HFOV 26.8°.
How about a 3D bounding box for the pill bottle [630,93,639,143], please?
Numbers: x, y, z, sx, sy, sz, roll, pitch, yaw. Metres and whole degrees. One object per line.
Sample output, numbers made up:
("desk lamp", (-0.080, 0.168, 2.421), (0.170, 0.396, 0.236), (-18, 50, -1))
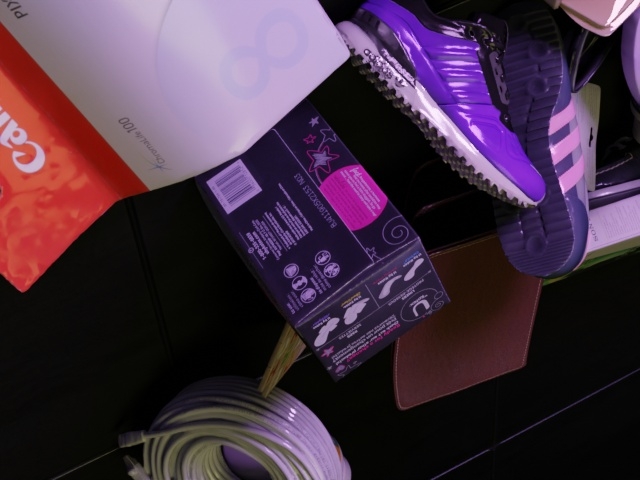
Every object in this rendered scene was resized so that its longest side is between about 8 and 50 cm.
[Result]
("pill bottle", (0.454, -0.200, 1.738), (0.094, 0.094, 0.169), (-21, 141, -20))

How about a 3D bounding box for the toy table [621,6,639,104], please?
("toy table", (0.466, -0.209, 1.540), (0.252, 0.161, 0.274), (-37, 137, 1))

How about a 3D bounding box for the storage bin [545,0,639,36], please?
("storage bin", (0.336, -0.359, 1.336), (0.260, 0.123, 0.262), (-45, 170, -5))

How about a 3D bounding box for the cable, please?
("cable", (-0.098, 0.291, 1.698), (0.257, 0.257, 0.089), (-28, -166, 34))

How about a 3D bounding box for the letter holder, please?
("letter holder", (0.156, 0.053, 1.726), (0.214, 0.152, 0.301), (-20, 140, -19))

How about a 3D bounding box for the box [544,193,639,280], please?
("box", (0.440, -0.020, 1.854), (0.322, 0.058, 0.232), (-16, 169, -19))

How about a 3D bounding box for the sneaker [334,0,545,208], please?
("sneaker", (0.160, -0.167, 1.429), (0.293, 0.102, 0.146), (44, 88, -10))

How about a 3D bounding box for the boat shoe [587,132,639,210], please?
("boat shoe", (0.438, -0.103, 1.838), (0.303, 0.091, 0.114), (-14, 168, -30))

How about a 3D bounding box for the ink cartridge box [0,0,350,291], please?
("ink cartridge box", (-0.197, -0.154, 1.170), (0.385, 0.091, 0.308), (-44, 132, -7))

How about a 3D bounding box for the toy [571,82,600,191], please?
("toy", (0.245, -0.143, 1.642), (0.237, 0.056, 0.136), (10, 83, -41))

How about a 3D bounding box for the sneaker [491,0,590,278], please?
("sneaker", (0.250, -0.111, 1.556), (0.112, 0.318, 0.131), (-5, 172, 25))

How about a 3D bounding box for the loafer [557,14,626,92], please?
("loafer", (0.345, -0.273, 1.581), (0.076, 0.078, 0.223), (15, 118, -43))

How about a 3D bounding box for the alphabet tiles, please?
("alphabet tiles", (-0.006, 0.081, 1.629), (0.237, 0.009, 0.198), (-49, 165, -55))

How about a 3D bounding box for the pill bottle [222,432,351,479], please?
("pill bottle", (-0.039, 0.303, 1.863), (0.117, 0.117, 0.208), (-40, 143, 4))

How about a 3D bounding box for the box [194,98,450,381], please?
("box", (0.000, 0.000, 1.459), (0.163, 0.247, 0.142), (-35, 143, -2))
